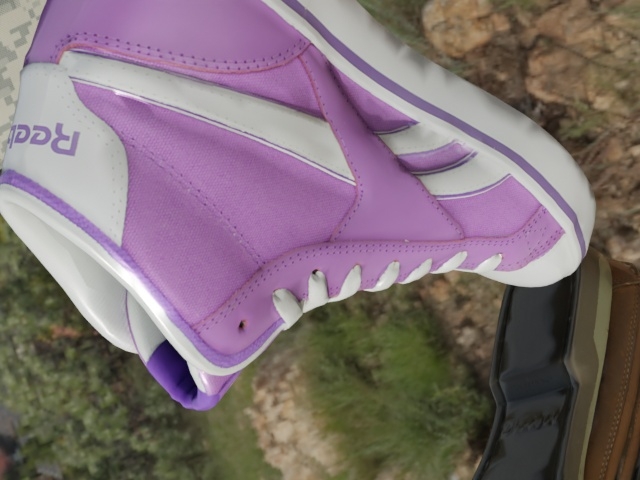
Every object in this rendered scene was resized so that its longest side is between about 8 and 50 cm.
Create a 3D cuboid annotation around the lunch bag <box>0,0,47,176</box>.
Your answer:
[{"bbox_3d":[-0.188,-0.178,0.661,0.212,0.305,0.256,20,134,53],"label":"lunch bag"}]

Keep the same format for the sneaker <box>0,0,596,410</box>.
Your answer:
[{"bbox_3d":[-0.001,0.000,0.421,0.102,0.282,0.161,1,69,51],"label":"sneaker"}]

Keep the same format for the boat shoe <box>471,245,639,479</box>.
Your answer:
[{"bbox_3d":[0.153,0.151,0.623,0.110,0.104,0.307,-17,51,61],"label":"boat shoe"}]
